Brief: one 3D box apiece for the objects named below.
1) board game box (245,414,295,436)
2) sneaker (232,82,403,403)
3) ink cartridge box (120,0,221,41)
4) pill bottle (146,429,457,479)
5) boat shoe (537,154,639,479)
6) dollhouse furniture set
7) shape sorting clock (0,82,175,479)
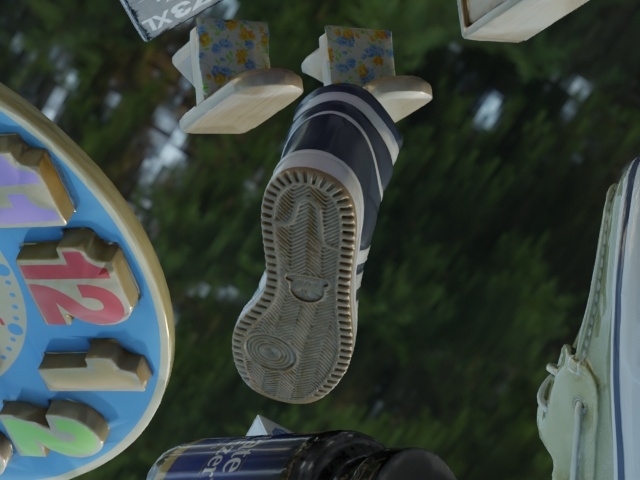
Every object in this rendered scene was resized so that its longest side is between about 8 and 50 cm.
[{"bbox_3d":[-0.090,0.354,1.796,0.066,0.319,0.318,29,-175,-13],"label":"board game box"},{"bbox_3d":[0.000,0.000,1.542,0.099,0.282,0.153,15,-134,4],"label":"sneaker"},{"bbox_3d":[-0.084,-0.242,1.372,0.069,0.175,0.371,60,178,13],"label":"ink cartridge box"},{"bbox_3d":[-0.014,0.190,1.272,0.123,0.219,0.123,10,-104,-44],"label":"pill bottle"},{"bbox_3d":[0.158,0.098,0.987,0.094,0.302,0.109,7,-165,28],"label":"boat shoe"},{"bbox_3d":[0.073,-0.300,1.704,0.394,0.256,0.362,1,-105,-27],"label":"dollhouse furniture set"},{"bbox_3d":[-0.146,0.012,0.604,0.206,0.206,0.040,28,-138,-12],"label":"shape sorting clock"}]
